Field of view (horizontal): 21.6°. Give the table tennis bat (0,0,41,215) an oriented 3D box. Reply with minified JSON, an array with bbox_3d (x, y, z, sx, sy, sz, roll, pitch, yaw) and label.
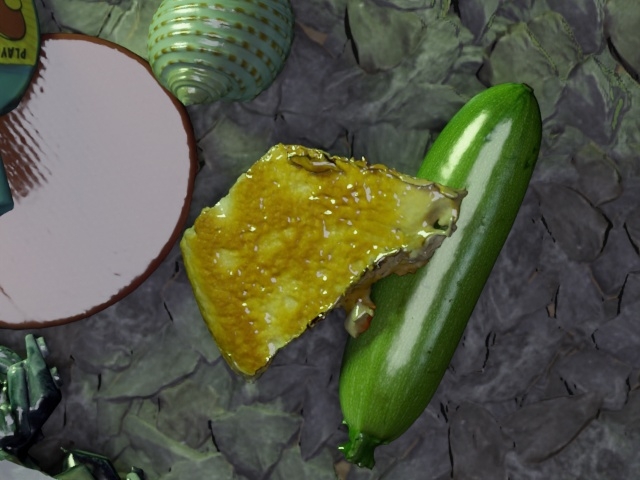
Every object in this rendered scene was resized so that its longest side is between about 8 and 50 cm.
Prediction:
[{"bbox_3d":[-0.331,-0.176,1.478,0.044,0.215,0.329,-29,72,39],"label":"table tennis bat"}]

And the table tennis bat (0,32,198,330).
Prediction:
[{"bbox_3d":[-0.304,-0.021,1.584,0.415,0.051,0.268,-39,98,0],"label":"table tennis bat"}]

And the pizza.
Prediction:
[{"bbox_3d":[0.000,0.000,1.550,0.297,0.071,0.189,-35,83,29],"label":"pizza"}]

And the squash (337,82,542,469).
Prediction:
[{"bbox_3d":[0.106,0.030,1.589,0.107,0.107,0.395,22,97,-7],"label":"squash"}]

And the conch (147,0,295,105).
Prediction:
[{"bbox_3d":[-0.085,-0.190,1.552,0.135,0.102,0.153,30,91,-22],"label":"conch"}]

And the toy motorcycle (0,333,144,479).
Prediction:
[{"bbox_3d":[-0.244,0.214,1.591,0.159,0.106,0.270,-21,88,-5],"label":"toy motorcycle"}]
